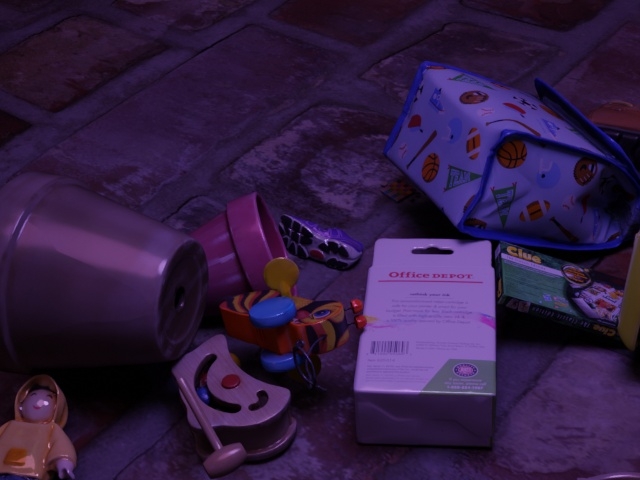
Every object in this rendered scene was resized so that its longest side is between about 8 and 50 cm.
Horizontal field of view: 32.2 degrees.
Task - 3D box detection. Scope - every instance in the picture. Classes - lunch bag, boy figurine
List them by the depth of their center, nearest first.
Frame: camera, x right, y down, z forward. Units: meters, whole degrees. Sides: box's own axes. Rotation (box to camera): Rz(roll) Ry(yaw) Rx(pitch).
[{"bbox_3d":[-0.430,0.316,1.607,0.177,0.092,0.285,2,41,17],"label":"boy figurine"},{"bbox_3d":[0.365,-0.143,1.954,0.385,0.239,0.328,12,25,-28],"label":"lunch bag"}]

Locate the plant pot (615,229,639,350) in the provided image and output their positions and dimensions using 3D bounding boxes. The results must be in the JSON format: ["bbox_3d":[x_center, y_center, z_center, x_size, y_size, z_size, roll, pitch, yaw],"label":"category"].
[{"bbox_3d":[0.571,0.066,1.653,0.207,0.227,0.228,15,25,22],"label":"plant pot"}]

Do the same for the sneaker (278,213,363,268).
[{"bbox_3d":[0.000,0.000,1.993,0.170,0.068,0.071,26,32,22],"label":"sneaker"}]

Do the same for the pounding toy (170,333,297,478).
[{"bbox_3d":[-0.127,0.225,1.630,0.154,0.155,0.269,-17,38,-11],"label":"pounding toy"}]

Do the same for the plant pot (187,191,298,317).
[{"bbox_3d":[-0.154,0.043,1.855,0.180,0.201,0.201,-21,38,6],"label":"plant pot"}]

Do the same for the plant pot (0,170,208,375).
[{"bbox_3d":[-0.335,0.068,1.705,0.280,0.323,0.323,9,40,16],"label":"plant pot"}]

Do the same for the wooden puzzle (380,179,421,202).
[{"bbox_3d":[0.150,-0.094,2.123,0.049,0.006,0.083,-29,44,-27],"label":"wooden puzzle"}]

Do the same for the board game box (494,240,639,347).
[{"bbox_3d":[0.405,0.087,1.773,0.259,0.030,0.136,17,41,-6],"label":"board game box"}]

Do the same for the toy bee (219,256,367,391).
[{"bbox_3d":[-0.020,0.137,1.656,0.162,0.195,0.298,-22,43,-24],"label":"toy bee"}]

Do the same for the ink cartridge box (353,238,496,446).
[{"bbox_3d":[0.169,0.148,1.722,0.207,0.119,0.353,1,39,9],"label":"ink cartridge box"}]

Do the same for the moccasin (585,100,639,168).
[{"bbox_3d":[0.684,-0.183,2.082,0.380,0.139,0.147,16,51,38],"label":"moccasin"}]

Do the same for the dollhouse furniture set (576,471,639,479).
[{"bbox_3d":[0.440,0.313,1.437,0.355,0.174,0.303,-1,38,6],"label":"dollhouse furniture set"}]
